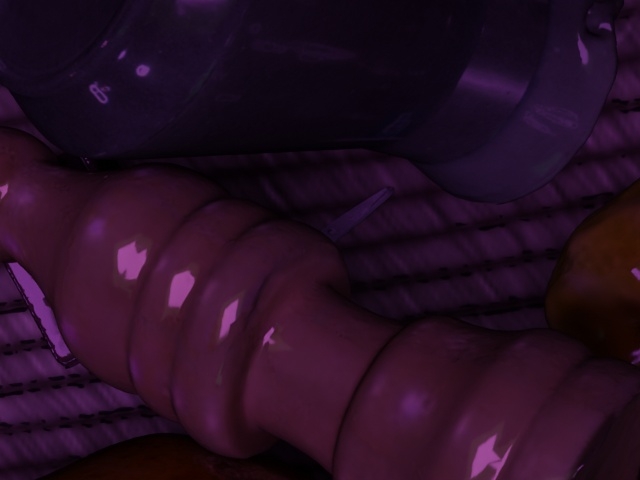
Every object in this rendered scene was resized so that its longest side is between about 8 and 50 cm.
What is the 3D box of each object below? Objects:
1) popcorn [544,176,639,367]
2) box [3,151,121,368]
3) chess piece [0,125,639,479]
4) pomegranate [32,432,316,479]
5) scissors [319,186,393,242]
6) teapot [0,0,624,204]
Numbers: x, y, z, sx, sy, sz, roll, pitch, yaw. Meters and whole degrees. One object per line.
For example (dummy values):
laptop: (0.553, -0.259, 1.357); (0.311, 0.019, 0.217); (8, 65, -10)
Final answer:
popcorn: (0.234, 0.071, 0.700); (0.173, 0.225, 0.286); (-37, 87, -28)
box: (-0.105, 0.005, 0.824); (0.060, 0.063, 0.085); (-29, 91, 9)
chess piece: (-0.027, 0.035, 0.700); (0.307, 0.139, 0.124); (28, 106, 21)
pomegranate: (-0.064, 0.215, 0.752); (0.264, 0.264, 0.264); (1, 98, 9)
scissors: (0.000, 0.000, 0.835); (0.083, 0.006, 0.036); (-37, 89, 12)
teapot: (-0.015, -0.095, 0.715); (0.203, 0.225, 0.171); (-15, 67, 49)
